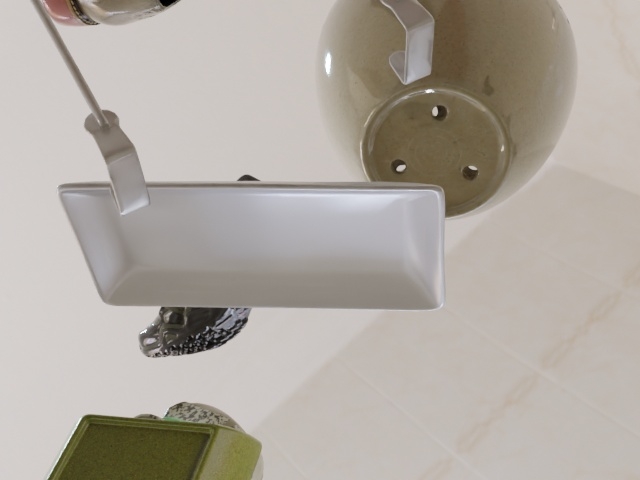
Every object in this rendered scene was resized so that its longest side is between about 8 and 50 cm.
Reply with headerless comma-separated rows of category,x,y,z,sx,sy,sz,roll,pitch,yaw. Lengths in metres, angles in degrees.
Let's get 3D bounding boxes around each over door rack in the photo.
over door rack,-0.095,-0.214,0.768,0.239,0.324,0.108,-25,-19,-14

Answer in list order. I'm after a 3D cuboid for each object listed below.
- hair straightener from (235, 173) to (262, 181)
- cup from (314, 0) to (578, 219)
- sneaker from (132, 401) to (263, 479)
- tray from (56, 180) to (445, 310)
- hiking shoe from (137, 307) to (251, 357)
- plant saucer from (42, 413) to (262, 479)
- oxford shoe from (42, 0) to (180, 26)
hair straightener,0.000,0.000,1.116,0.047,0.230,0.089,-58,-24,4
cup,0.140,-0.154,1.353,0.330,0.237,0.331,4,-60,7
sneaker,-0.165,0.266,1.400,0.158,0.410,0.182,-25,-71,-3
tray,-0.044,-0.002,0.840,0.270,0.030,0.145,1,-39,7
hiking shoe,-0.121,0.044,1.222,0.227,0.114,0.086,-35,-23,33
plant saucer,-0.163,0.214,0.989,0.188,0.188,0.045,3,-57,12
oxford shoe,-0.110,-0.299,1.060,0.348,0.130,0.123,-59,-31,-37
